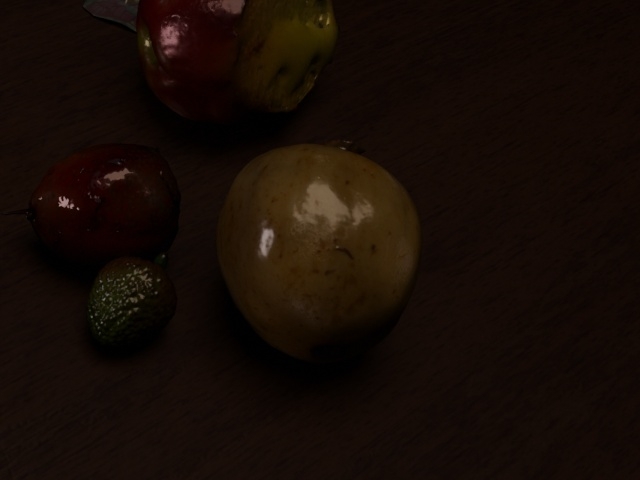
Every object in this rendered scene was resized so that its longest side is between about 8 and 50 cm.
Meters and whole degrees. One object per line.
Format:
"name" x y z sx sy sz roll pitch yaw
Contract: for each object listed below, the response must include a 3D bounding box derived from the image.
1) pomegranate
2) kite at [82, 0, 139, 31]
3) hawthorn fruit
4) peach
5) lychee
"pomegranate" -0.002 0.019 1.859 0.307 0.307 0.307 11 43 -11
"kite" -0.208 -0.357 2.355 0.360 0.022 0.204 29 43 9
"hawthorn fruit" -0.301 -0.038 1.894 0.235 0.181 0.181 -11 49 -9
"peach" -0.108 -0.312 2.170 0.338 0.281 0.281 -9 50 -22
"lychee" -0.238 0.074 1.827 0.114 0.114 0.146 29 58 8
